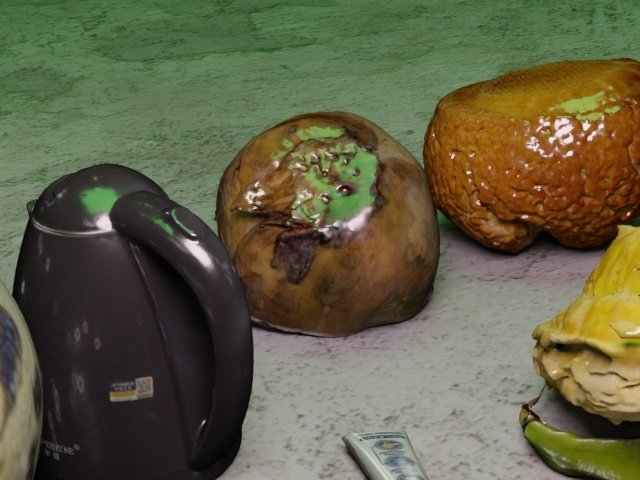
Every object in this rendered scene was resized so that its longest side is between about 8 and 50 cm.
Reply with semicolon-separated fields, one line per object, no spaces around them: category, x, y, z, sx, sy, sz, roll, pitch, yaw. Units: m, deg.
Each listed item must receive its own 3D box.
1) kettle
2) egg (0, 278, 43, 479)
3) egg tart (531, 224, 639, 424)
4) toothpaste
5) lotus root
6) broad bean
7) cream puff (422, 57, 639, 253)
kettle;-0.161;0.076;1.346;0.268;0.290;0.207;17;31;36
egg;-0.392;0.137;1.179;0.345;0.345;0.428;-2;26;4
egg tart;0.375;0.066;1.335;0.388;0.169;0.388;-1;3;0
toothpaste;0.076;0.221;1.288;0.062;0.039;0.239;-6;22;-13
lotus root;0.004;-0.033;1.607;0.272;0.192;0.272;0;61;0
broad bean;0.301;0.187;1.293;0.318;0.056;0.098;17;48;39
cream puff;0.269;-0.094;1.744;0.303;0.212;0.303;-11;20;4
